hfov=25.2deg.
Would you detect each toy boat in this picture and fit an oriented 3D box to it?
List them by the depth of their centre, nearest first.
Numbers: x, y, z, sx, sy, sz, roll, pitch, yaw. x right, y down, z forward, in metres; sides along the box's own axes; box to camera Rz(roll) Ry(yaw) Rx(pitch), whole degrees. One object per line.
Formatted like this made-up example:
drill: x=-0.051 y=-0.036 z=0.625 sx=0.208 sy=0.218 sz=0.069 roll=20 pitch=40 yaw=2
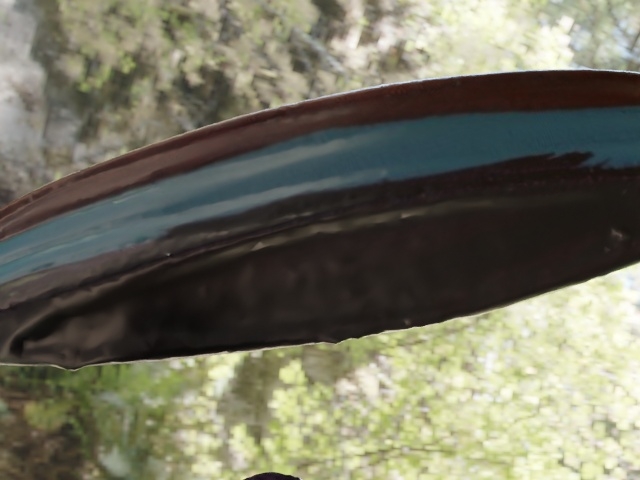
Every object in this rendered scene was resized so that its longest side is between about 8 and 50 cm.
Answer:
toy boat: x=0.000 y=0.000 z=0.693 sx=0.079 sy=0.392 sz=0.136 roll=-105 pitch=-174 yaw=-58

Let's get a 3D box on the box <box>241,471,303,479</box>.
box: x=-0.103 y=0.247 z=0.699 sx=0.097 sy=0.134 sz=0.345 roll=38 pitch=-47 yaw=-2
